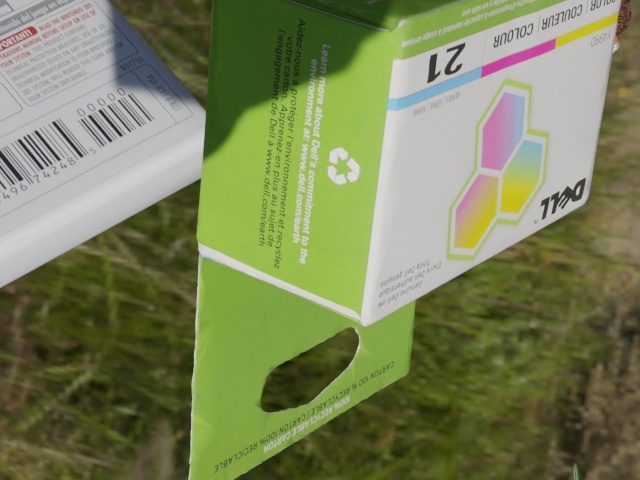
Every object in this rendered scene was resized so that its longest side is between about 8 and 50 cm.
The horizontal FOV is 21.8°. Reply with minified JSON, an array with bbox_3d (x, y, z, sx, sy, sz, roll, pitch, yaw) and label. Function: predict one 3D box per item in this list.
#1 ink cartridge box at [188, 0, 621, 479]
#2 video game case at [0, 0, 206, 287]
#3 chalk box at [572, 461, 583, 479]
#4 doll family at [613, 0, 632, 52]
[{"bbox_3d":[0.038,-0.006,0.749,0.189,0.097,0.255,-26,129,-48],"label":"ink cartridge box"},{"bbox_3d":[-0.263,-0.070,0.764,0.329,0.300,0.036,-31,156,-25],"label":"video game case"},{"bbox_3d":[0.221,0.342,1.440,0.180,0.179,0.289,60,41,-59],"label":"chalk box"},{"bbox_3d":[0.162,-0.255,1.162,0.118,0.163,0.263,-45,112,-9],"label":"doll family"}]
